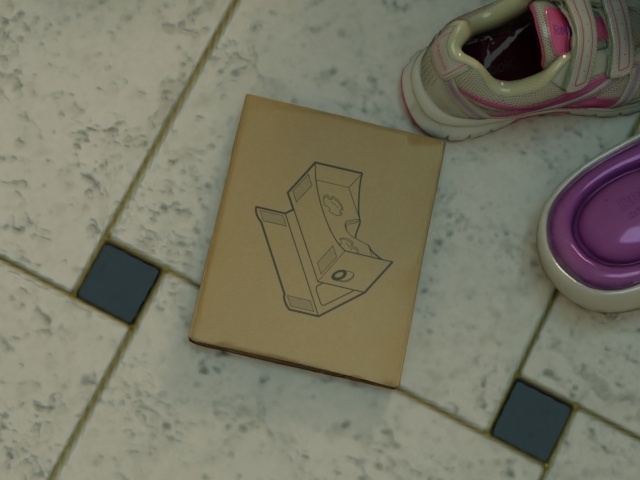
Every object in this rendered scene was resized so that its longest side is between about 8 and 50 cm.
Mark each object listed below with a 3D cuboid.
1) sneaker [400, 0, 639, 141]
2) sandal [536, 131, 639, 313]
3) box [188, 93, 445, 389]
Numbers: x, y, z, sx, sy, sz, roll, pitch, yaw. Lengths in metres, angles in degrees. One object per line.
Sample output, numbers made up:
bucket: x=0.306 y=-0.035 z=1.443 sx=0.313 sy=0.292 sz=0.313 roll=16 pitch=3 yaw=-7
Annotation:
sneaker: x=0.192 y=-0.146 z=1.511 sx=0.252 sy=0.111 sz=0.103 roll=-17 pitch=79 yaw=-9
sandal: x=0.347 y=-0.093 z=1.487 sx=0.416 sy=0.102 sz=0.169 roll=-40 pitch=66 yaw=-7
box: x=0.000 y=0.000 z=1.505 sx=0.164 sy=0.021 sz=0.201 roll=13 pitch=75 yaw=-2
